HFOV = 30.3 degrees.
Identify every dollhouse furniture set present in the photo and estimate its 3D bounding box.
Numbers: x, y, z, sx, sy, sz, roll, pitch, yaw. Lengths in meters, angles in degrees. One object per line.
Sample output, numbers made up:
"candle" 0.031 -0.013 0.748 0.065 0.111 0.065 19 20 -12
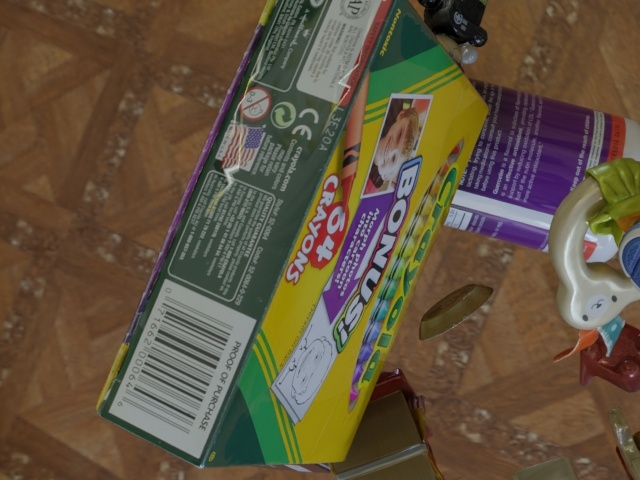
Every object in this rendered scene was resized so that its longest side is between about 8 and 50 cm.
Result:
"dollhouse furniture set" 0.192 0.209 1.150 0.374 0.152 0.201 -21 52 3

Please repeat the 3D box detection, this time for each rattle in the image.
"rattle" 0.252 0.046 0.944 0.143 0.130 0.199 43 124 48

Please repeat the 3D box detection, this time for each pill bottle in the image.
"pill bottle" 0.214 -0.094 1.423 0.323 0.181 0.181 15 86 2

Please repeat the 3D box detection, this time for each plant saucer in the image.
"plant saucer" 0.122 0.063 1.100 0.083 0.083 0.015 -33 95 18

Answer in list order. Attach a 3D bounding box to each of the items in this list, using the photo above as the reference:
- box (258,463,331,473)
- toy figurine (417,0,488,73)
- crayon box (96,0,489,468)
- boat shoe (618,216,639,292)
"box" -0.047 0.099 1.568 0.143 0.191 0.381 -4 65 28
"toy figurine" 0.066 -0.224 1.252 0.213 0.209 0.148 17 79 1
"crayon box" 0.000 0.000 0.972 0.106 0.313 0.363 23 89 23
"boat shoe" 0.243 0.018 0.600 0.183 0.066 0.066 20 52 3
